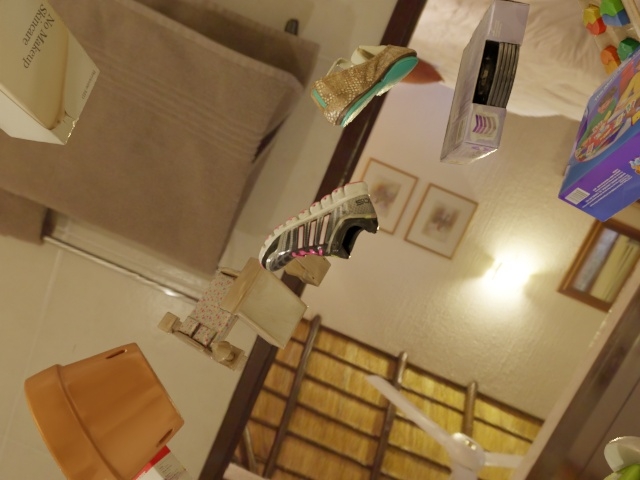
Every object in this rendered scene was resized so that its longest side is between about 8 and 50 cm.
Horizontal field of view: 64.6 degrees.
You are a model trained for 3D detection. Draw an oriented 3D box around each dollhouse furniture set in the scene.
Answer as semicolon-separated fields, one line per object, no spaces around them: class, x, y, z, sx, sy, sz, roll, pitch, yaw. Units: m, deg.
dollhouse furniture set;-0.211;0.088;1.103;0.355;0.303;0.174;14;154;41

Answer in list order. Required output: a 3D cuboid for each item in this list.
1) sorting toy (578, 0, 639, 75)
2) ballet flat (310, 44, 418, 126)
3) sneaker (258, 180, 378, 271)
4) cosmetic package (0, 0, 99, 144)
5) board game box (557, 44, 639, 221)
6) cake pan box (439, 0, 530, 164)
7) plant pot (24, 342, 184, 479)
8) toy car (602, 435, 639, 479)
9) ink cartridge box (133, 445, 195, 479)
sorting toy;0.576;-0.402;0.991;0.193;0.038;0.208;60;-165;-9
ballet flat;0.057;-0.211;0.635;0.067;0.073;0.206;42;-134;3
sneaker;0.000;0.000;0.623;0.075;0.170;0.063;60;-166;15
cosmetic package;-0.460;-0.286;0.708;0.113;0.160;0.309;10;162;11
board game box;0.462;-0.205;0.635;0.078;0.233;0.347;29;153;2
cake pan box;0.295;-0.277;0.942;0.070;0.245;0.267;10;-179;4
plant pot;-0.411;0.340;1.010;0.203;0.291;0.291;-32;-138;-22
toy car;0.341;0.283;0.501;0.159;0.182;0.136;-33;-110;-24
ink cartridge box;-0.413;0.629;1.301;0.231;0.134;0.078;47;-160;9
